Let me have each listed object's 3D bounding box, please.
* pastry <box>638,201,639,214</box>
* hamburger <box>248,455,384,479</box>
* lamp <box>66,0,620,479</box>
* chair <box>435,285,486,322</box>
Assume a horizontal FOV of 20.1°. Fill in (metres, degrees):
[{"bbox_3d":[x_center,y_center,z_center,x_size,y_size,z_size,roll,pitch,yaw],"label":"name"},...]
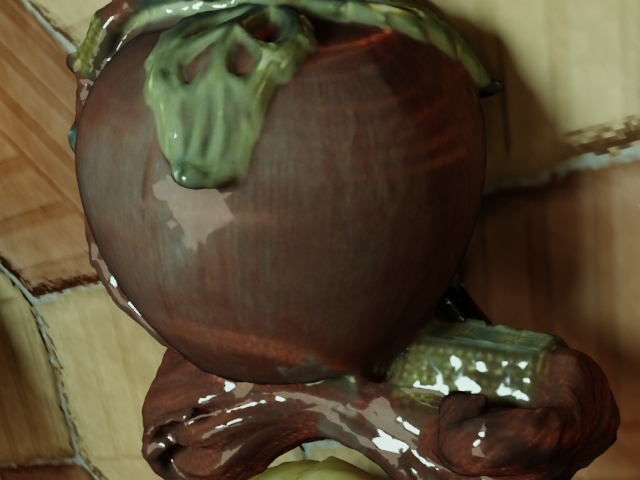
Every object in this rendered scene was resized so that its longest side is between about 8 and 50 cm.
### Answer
[{"bbox_3d":[0.171,-0.001,0.521,0.166,0.088,0.166,36,146,29],"label":"pastry"},{"bbox_3d":[0.006,0.236,0.904,0.259,0.144,0.283,53,144,-6],"label":"hamburger"},{"bbox_3d":[0.005,-0.009,0.674,0.215,0.151,0.223,9,134,31],"label":"lamp"},{"bbox_3d":[0.051,0.043,0.768,0.037,0.042,0.086,52,-176,2],"label":"chair"}]
